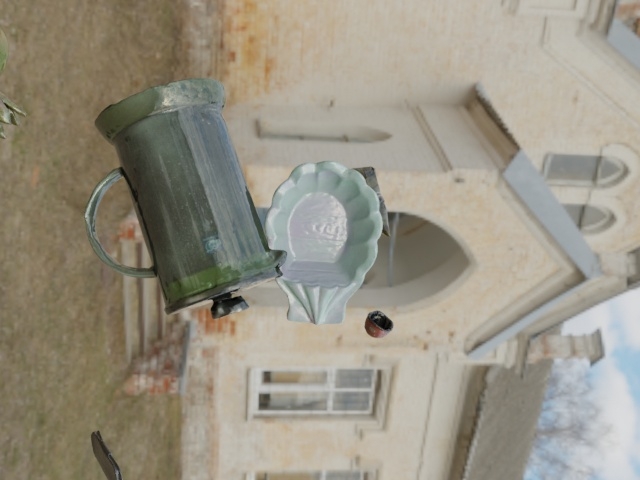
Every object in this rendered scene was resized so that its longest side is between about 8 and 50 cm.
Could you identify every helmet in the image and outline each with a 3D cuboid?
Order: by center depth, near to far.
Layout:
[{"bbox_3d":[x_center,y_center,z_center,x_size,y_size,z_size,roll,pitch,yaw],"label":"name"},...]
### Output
[{"bbox_3d":[0.125,0.197,1.787,0.049,0.065,0.084,-53,162,22],"label":"helmet"}]

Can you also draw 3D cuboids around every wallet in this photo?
[{"bbox_3d":[-0.442,0.462,1.635,0.157,0.018,0.082,32,-53,51],"label":"wallet"}]

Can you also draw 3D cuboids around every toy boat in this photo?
[{"bbox_3d":[0.000,0.000,1.371,0.100,0.199,0.290,-103,-161,-76],"label":"toy boat"}]

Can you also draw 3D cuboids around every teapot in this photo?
[{"bbox_3d":[-0.213,-0.039,1.174,0.200,0.270,0.337,94,-24,-86],"label":"teapot"}]

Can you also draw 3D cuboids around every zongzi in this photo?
[{"bbox_3d":[0.097,-0.057,1.869,0.184,0.084,0.187,69,-24,17],"label":"zongzi"}]

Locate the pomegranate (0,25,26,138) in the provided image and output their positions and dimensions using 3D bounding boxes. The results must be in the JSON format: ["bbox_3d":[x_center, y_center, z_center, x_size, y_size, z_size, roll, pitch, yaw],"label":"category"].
[{"bbox_3d":[-0.498,-0.236,1.069,0.225,0.187,0.187,49,-3,-7],"label":"pomegranate"}]
